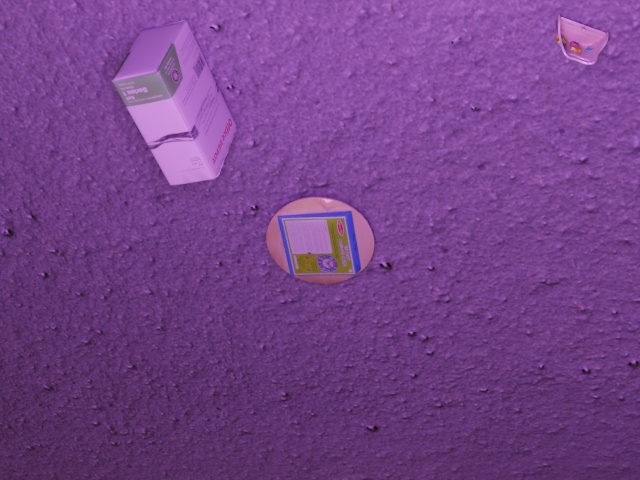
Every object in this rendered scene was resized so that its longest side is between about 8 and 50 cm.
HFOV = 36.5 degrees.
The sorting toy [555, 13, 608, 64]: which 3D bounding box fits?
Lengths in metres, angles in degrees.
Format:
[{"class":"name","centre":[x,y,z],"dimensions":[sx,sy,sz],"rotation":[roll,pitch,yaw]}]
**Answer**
[{"class":"sorting toy","centre":[0.387,-0.293,1.460],"dimensions":[0.083,0.075,0.045],"rotation":[19,133,-4]}]

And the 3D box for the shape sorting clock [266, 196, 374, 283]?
[{"class":"shape sorting clock","centre":[0.000,0.000,1.840],"dimensions":[0.206,0.040,0.206],"rotation":[6,129,7]}]

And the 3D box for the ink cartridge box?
[{"class":"ink cartridge box","centre":[-0.234,-0.223,1.603],"dimensions":[0.092,0.160,0.219],"rotation":[-8,130,20]}]
